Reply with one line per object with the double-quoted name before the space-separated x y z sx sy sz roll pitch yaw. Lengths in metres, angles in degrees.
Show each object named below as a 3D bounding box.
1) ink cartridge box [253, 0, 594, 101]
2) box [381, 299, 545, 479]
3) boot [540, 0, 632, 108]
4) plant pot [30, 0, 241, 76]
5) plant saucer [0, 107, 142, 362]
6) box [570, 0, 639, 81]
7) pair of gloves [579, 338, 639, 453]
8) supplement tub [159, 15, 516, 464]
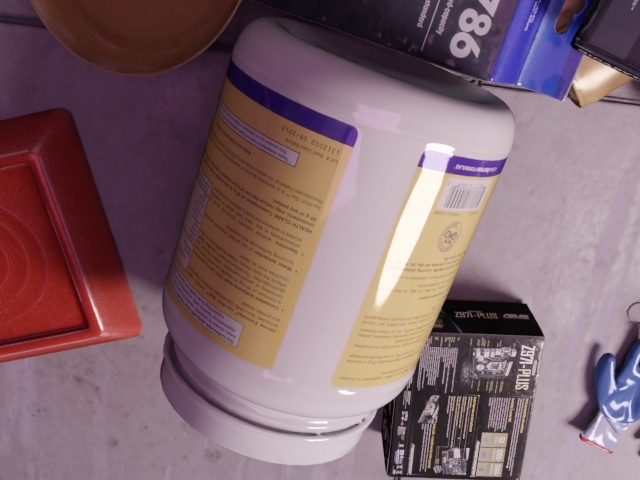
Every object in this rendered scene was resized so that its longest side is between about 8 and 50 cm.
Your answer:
"ink cartridge box" 0.079 -0.241 0.634 0.333 0.065 0.165 19 110 5
"box" 0.146 0.160 0.821 0.147 0.077 0.180 2 112 -1
"boot" 0.294 -0.276 0.646 0.269 0.089 0.236 -28 102 14
"plant pot" -0.155 -0.259 0.645 0.236 0.032 0.236 5 105 20
"plant saucer" -0.344 0.019 0.782 0.259 0.047 0.258 -12 111 4
"box" 0.324 -0.209 0.580 0.175 0.051 0.220 30 105 6
"pair of gloves" 0.386 0.188 0.863 0.198 0.023 0.159 24 108 -10
"supplement tub" 0.000 0.000 0.671 0.241 0.241 0.331 18 111 -7
